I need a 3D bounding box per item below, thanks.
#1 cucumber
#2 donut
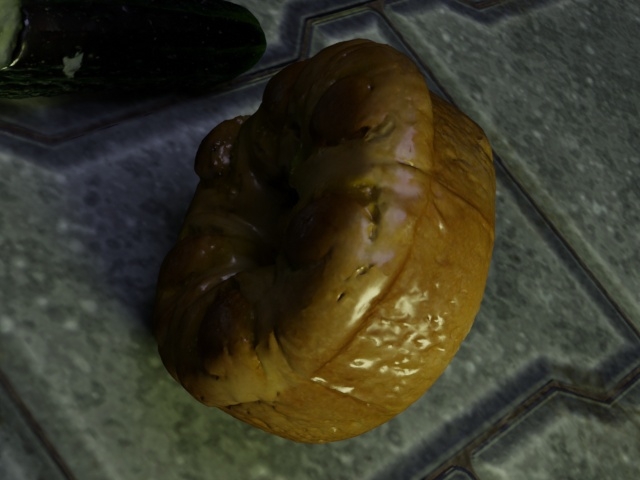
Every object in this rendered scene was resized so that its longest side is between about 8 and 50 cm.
[{"bbox_3d":[-0.133,-0.130,0.855,0.241,0.074,0.074,-9,63,-44],"label":"cucumber"},{"bbox_3d":[-0.001,0.002,0.737,0.113,0.226,0.227,30,42,-29],"label":"donut"}]
